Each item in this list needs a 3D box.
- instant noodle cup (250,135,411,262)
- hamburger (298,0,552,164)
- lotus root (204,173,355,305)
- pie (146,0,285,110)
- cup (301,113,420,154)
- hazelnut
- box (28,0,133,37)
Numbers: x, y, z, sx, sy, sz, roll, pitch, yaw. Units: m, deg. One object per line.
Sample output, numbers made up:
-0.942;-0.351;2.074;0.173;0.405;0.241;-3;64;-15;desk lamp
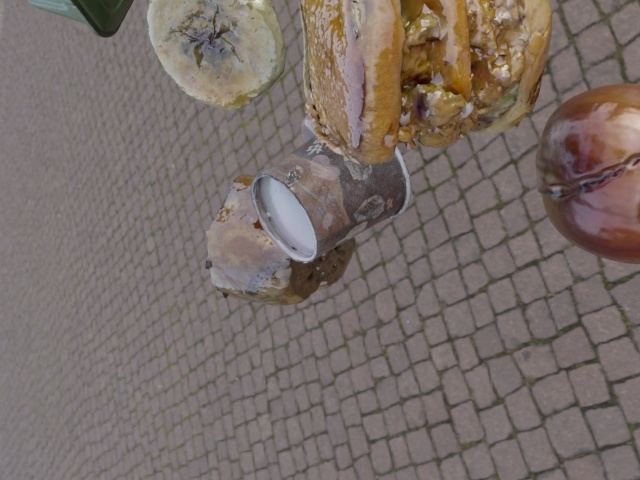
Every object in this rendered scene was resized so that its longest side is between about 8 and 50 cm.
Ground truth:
0.011;-0.085;1.075;0.217;0.207;0.217;39;149;29;instant noodle cup
0.084;-0.196;0.608;0.260;0.212;0.245;105;147;-74;hamburger
-0.073;0.032;1.387;0.250;0.316;0.315;15;97;39;lotus root
-0.150;-0.281;0.909;0.218;0.052;0.185;7;129;16;pie
0.078;-0.226;1.348;0.191;0.200;0.253;55;171;6;cup
0.597;-0.130;1.210;0.372;0.316;0.372;23;122;42;hazelnut
-0.424;-0.528;1.001;0.178;0.328;0.252;18;73;14;box
